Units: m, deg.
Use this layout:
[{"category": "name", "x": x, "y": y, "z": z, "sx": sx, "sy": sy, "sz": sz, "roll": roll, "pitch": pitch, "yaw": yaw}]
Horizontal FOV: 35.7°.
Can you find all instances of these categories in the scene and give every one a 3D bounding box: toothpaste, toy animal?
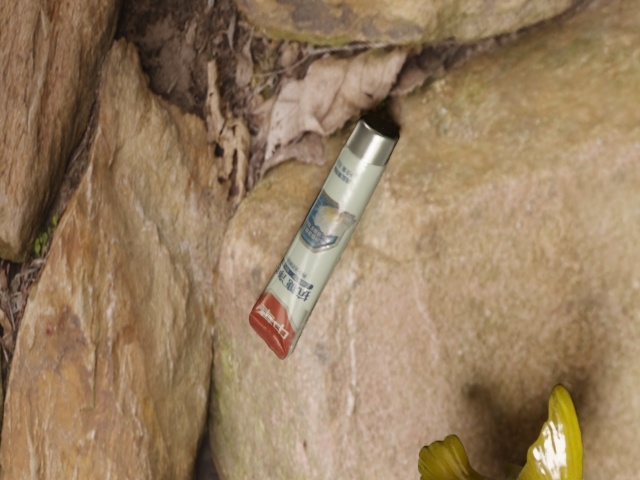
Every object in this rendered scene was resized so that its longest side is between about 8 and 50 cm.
[{"category": "toothpaste", "x": 0.000, "y": 0.000, "z": 0.853, "sx": 0.062, "sy": 0.039, "sz": 0.239, "roll": 46, "pitch": 124, "yaw": 29}, {"category": "toy animal", "x": 0.142, "y": 0.185, "z": 0.664, "sx": 0.095, "sy": 0.155, "sz": 0.219, "roll": -89, "pitch": 23, "yaw": -64}]
